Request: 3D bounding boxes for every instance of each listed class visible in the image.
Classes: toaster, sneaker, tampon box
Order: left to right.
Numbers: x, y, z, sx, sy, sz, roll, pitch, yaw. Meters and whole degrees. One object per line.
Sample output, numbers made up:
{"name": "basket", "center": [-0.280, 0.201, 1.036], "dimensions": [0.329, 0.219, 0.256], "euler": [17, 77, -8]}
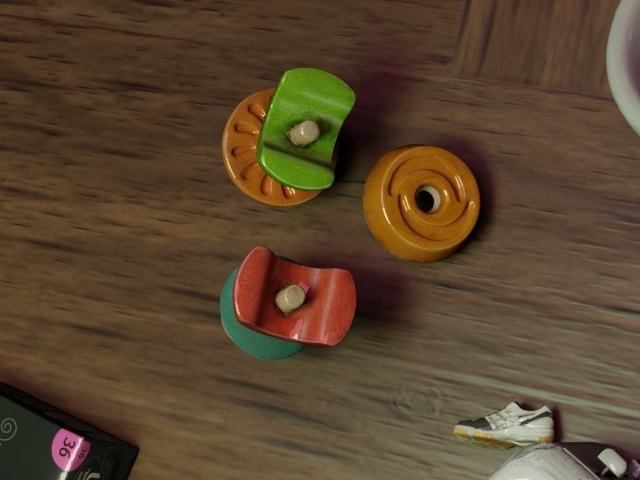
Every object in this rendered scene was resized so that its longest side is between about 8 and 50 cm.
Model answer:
{"name": "tampon box", "center": [-0.268, 0.201, 1.711], "dimensions": [0.161, 0.101, 0.120], "euler": [22, 89, 27]}
{"name": "sneaker", "center": [0.150, 0.149, 1.576], "dimensions": [0.083, 0.032, 0.037], "euler": [1, 65, 20]}
{"name": "toaster", "center": [0.161, 0.250, 1.480], "dimensions": [0.227, 0.146, 0.129], "euler": [-49, 63, 8]}

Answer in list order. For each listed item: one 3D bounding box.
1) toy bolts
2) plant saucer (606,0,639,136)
{"name": "toy bolts", "center": [0.000, 0.000, 1.646], "dimensions": [0.218, 0.158, 0.228], "euler": [22, 75, -13]}
{"name": "plant saucer", "center": [0.413, -0.158, 1.427], "dimensions": [0.400, 0.100, 0.400], "euler": [-20, 36, 16]}
